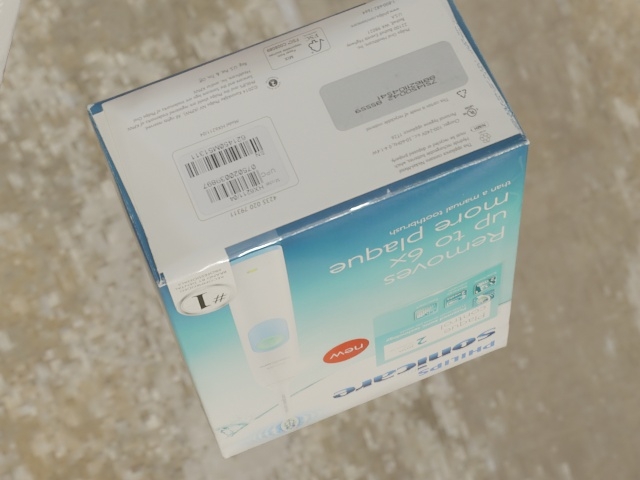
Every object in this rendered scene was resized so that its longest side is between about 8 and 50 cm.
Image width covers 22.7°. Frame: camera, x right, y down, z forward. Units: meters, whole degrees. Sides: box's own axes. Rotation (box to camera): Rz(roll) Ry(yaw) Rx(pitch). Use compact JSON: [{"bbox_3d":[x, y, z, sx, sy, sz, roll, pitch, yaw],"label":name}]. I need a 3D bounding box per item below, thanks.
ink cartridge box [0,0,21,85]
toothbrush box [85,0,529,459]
[{"bbox_3d":[-0.222,-0.015,0.520,0.066,0.296,0.261,43,51,12],"label":"ink cartridge box"},{"bbox_3d":[0.000,0.000,0.986,0.295,0.216,0.126,85,-17,-65],"label":"toothbrush box"}]
